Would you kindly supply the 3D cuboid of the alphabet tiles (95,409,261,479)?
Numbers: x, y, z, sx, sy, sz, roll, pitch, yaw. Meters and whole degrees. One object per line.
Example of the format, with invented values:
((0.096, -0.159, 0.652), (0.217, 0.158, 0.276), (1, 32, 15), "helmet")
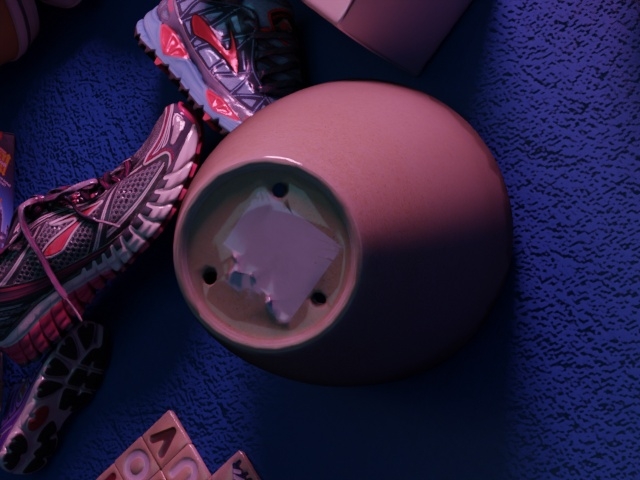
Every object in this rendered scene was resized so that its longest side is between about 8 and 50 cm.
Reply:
((-0.118, 0.280, 1.180), (0.198, 0.009, 0.237), (-44, 61, 16), "alphabet tiles")

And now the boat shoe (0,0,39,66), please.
((-0.513, -0.312, 1.438), (0.500, 0.187, 0.156), (34, 58, 29), "boat shoe")

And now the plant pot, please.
((0.000, 0.000, 0.969), (0.256, 0.274, 0.256), (1, 93, 14), "plant pot")

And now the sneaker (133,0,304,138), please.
((-0.066, -0.162, 1.193), (0.125, 0.104, 0.262), (-49, 59, 10), "sneaker")

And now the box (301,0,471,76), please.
((0.010, -0.267, 1.143), (0.232, 0.148, 0.127), (42, 102, 32), "box")

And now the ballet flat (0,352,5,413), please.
((-0.344, 0.113, 1.309), (0.052, 0.057, 0.168), (-50, 41, -1), "ballet flat")

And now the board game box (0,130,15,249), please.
((-0.375, -0.056, 1.317), (0.060, 0.194, 0.194), (-20, 46, 24), "board game box")

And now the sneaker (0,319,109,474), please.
((-0.269, 0.142, 1.272), (0.170, 0.068, 0.071), (-55, 47, 7), "sneaker")

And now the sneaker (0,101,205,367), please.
((-0.220, -0.015, 1.216), (0.112, 0.121, 0.299), (42, 100, -14), "sneaker")

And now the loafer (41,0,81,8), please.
((-0.344, -0.357, 1.400), (0.112, 0.111, 0.319), (-51, 59, 11), "loafer")
